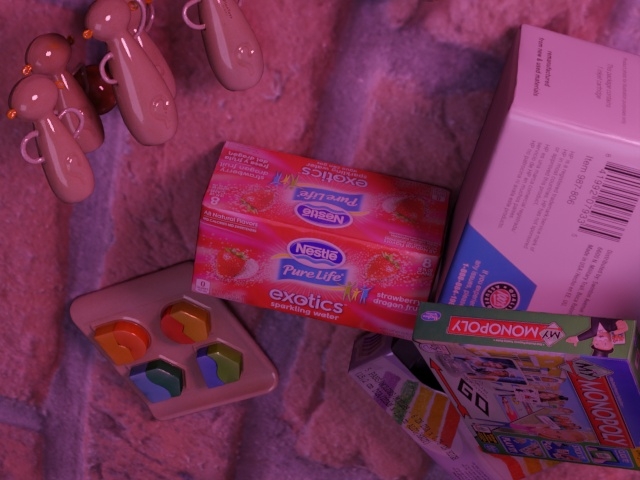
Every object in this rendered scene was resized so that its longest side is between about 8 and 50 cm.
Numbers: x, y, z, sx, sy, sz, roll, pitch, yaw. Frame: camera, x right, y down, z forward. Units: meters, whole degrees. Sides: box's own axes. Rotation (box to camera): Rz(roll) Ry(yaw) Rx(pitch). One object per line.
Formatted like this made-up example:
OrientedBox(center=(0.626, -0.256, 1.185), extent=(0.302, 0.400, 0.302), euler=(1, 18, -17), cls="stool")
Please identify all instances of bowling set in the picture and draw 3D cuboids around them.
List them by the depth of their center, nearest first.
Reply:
OrientedBox(center=(-0.221, -0.175, 1.405), extent=(0.200, 0.287, 0.154), euler=(13, 133, 47), cls="bowling set")

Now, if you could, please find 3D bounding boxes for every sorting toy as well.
OrientedBox(center=(-0.179, 0.132, 1.729), extent=(0.193, 0.038, 0.208), euler=(-17, 123, 25), cls="sorting toy")

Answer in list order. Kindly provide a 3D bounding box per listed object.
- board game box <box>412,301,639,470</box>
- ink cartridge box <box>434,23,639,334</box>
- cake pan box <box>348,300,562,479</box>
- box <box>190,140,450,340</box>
OrientedBox(center=(0.239, 0.157, 1.468), extent=(0.214, 0.046, 0.317), euler=(4, 154, 24), cls="board game box")
OrientedBox(center=(0.341, -0.012, 1.412), extent=(0.395, 0.166, 0.285), euler=(16, 131, 0), cls="ink cartridge box")
OrientedBox(center=(0.201, 0.164, 1.655), extent=(0.246, 0.070, 0.267), euler=(-28, 118, 28), cls="cake pan box")
OrientedBox(center=(0.000, 0.000, 1.526), extent=(0.257, 0.122, 0.128), euler=(13, 129, 2), cls="box")
